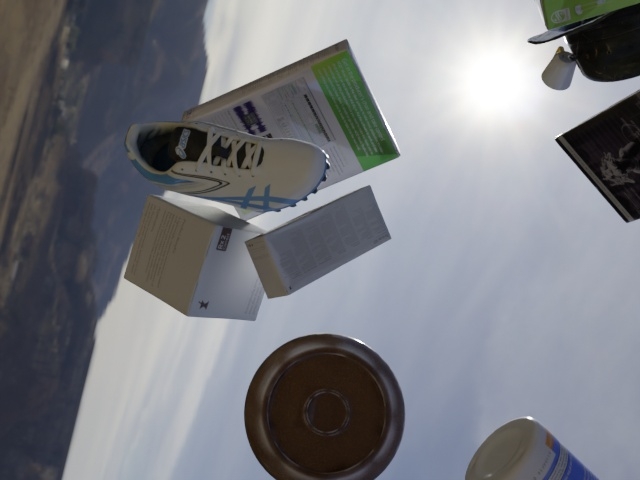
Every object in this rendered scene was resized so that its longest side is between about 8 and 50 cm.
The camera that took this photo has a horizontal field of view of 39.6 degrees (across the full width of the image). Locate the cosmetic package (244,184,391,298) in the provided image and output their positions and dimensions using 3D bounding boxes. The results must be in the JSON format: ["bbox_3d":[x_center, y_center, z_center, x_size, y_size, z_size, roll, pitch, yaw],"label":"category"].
[{"bbox_3d":[0.000,0.000,1.395,0.060,0.239,0.098,-17,-83,50],"label":"cosmetic package"}]

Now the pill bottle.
[{"bbox_3d":[0.361,0.406,1.334,0.152,0.272,0.152,-45,-173,7],"label":"pill bottle"}]

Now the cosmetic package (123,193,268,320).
[{"bbox_3d":[-0.192,0.028,1.445,0.184,0.151,0.151,24,-81,40],"label":"cosmetic package"}]

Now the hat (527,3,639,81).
[{"bbox_3d":[0.549,-0.362,1.610,0.331,0.332,0.133,-162,-127,-76],"label":"hat"}]

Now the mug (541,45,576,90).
[{"bbox_3d":[0.478,-0.350,1.782,0.078,0.062,0.064,58,-24,27],"label":"mug"}]

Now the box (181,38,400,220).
[{"bbox_3d":[-0.050,-0.188,1.576,0.058,0.322,0.232,-92,157,-55],"label":"box"}]

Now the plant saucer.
[{"bbox_3d":[0.010,0.327,1.688,0.050,0.311,0.310,106,-5,-76],"label":"plant saucer"}]

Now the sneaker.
[{"bbox_3d":[-0.105,-0.083,0.939,0.086,0.237,0.085,35,66,-61],"label":"sneaker"}]

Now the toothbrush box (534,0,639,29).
[{"bbox_3d":[0.420,-0.433,1.228,0.122,0.283,0.206,65,16,-45],"label":"toothbrush box"}]

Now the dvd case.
[{"bbox_3d":[0.427,-0.109,1.194,0.018,0.164,0.221,-42,-178,-18],"label":"dvd case"}]
